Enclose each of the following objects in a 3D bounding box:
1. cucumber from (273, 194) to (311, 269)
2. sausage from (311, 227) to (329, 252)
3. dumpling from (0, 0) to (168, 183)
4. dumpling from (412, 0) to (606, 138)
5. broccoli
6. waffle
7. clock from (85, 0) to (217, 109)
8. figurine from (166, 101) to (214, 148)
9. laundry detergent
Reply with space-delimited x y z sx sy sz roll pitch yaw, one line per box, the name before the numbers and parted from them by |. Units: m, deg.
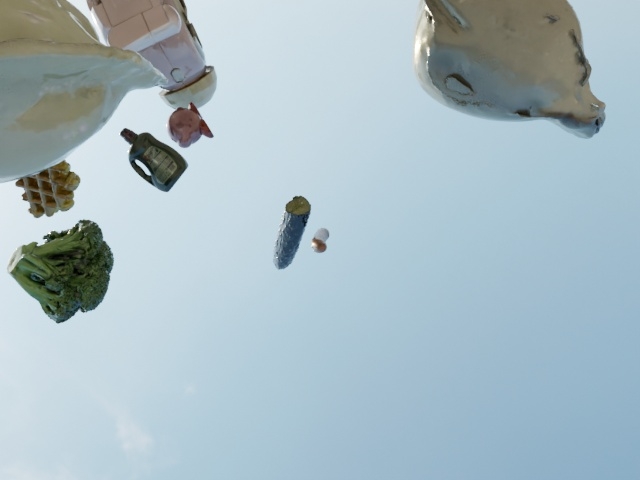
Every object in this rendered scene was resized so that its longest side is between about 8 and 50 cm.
cucumber | -0.091 -0.001 1.690 0.072 0.303 0.081 12 -131 -7
sausage | 0.000 0.000 1.583 0.043 0.043 0.186 12 -167 1
dumpling | -0.359 -0.190 0.755 0.316 0.233 0.395 -8 -171 -41
dumpling | 0.168 -0.184 0.584 0.247 0.142 0.172 46 -165 -3
broccoli | -0.715 0.079 1.654 0.308 0.275 0.307 -16 -122 29
waffle | -0.503 -0.130 1.043 0.161 0.192 0.046 -17 -151 31
clock | -0.369 -0.477 1.320 0.184 0.326 0.342 -21 -103 7
figurine | -0.247 -0.210 1.084 0.071 0.067 0.083 -31 -115 -3
laundry detergent | -0.530 -0.256 1.836 0.222 0.144 0.078 37 -154 -15
